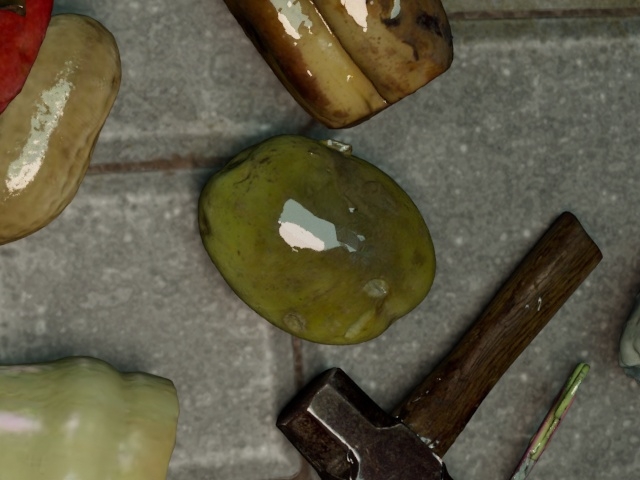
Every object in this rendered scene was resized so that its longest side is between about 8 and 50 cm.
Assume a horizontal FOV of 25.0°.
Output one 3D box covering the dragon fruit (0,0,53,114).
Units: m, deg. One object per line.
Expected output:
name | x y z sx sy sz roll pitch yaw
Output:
dragon fruit | -0.370 -0.197 1.243 0.343 0.100 0.282 -27 91 1

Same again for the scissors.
scissors | 0.233 0.209 1.520 0.020 0.133 0.187 31 93 10

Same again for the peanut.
peanut | -0.275 -0.095 1.332 0.137 0.122 0.253 20 83 20

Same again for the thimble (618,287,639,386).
thimble | 0.447 0.116 1.537 0.250 0.205 0.172 30 81 -13

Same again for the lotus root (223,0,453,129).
lotus root | 0.005 -0.246 1.396 0.193 0.193 0.291 -40 103 -15

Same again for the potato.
potato | 0.000 -0.002 1.415 0.197 0.148 0.228 -41 100 -30

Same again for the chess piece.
chess piece | -0.362 0.175 1.251 0.442 0.234 0.234 18 84 -15

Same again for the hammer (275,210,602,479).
hammer | 0.161 0.134 1.498 0.242 0.095 0.409 43 67 -1
